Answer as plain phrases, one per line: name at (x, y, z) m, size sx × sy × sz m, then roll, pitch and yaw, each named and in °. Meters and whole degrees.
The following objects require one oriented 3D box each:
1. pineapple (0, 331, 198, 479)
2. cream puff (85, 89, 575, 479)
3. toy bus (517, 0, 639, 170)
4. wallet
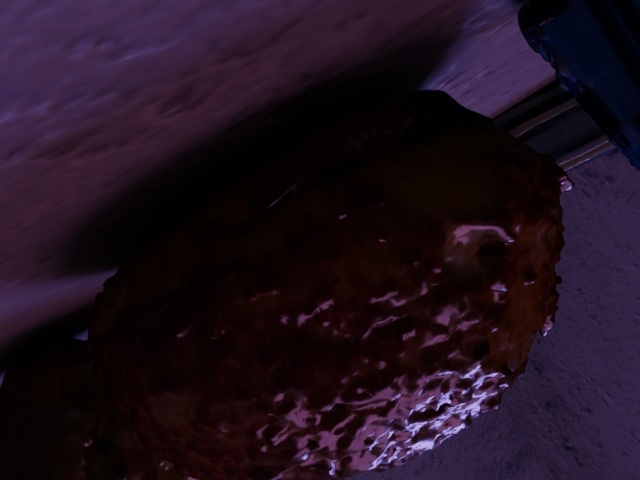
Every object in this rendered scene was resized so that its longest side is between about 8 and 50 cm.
pineapple at (-0.051, 0.119, 0.665) m, size 0.340 × 0.169 × 0.169 m, roll -10°, pitch 163°, yaw -38°
cream puff at (0.011, 0.028, 0.458) m, size 0.240 × 0.164 × 0.240 m, roll -34°, pitch 172°, yaw -6°
toy bus at (0.182, -0.106, 0.384) m, size 0.184 × 0.106 × 0.090 m, roll -31°, pitch 177°, yaw 14°
wallet at (0.235, -0.100, 0.863) m, size 0.176 × 0.075 × 0.250 m, roll -28°, pitch 176°, yaw 20°
